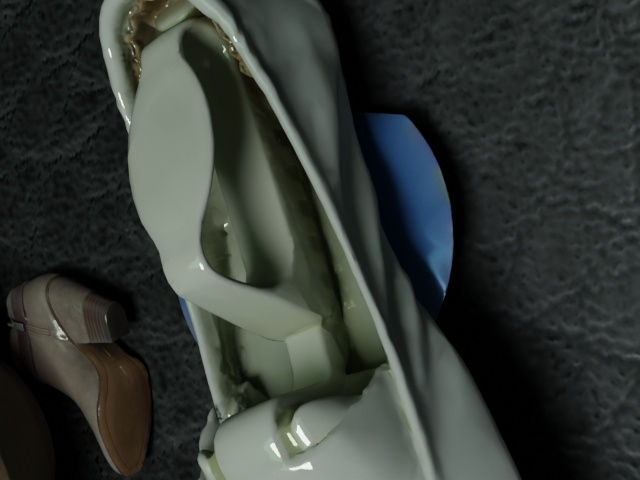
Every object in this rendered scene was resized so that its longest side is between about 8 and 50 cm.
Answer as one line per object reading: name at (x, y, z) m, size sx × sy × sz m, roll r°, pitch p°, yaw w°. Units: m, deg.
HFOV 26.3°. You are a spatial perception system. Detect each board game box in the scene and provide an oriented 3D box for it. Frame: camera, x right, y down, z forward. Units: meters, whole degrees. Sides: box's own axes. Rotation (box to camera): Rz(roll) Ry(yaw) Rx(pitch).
board game box at (0.000, 0.000, 0.708) m, size 0.168 × 0.033 × 0.133 m, roll 7°, pitch 90°, yaw 32°

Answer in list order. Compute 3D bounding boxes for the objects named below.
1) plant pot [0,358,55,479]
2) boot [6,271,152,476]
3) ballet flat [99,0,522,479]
plant pot at (-0.238, 0.137, 0.822) m, size 0.237 × 0.109 × 0.237 m, roll 14°, pitch 115°, yaw 33°
boot at (-0.146, 0.077, 0.811) m, size 0.087 × 0.042 × 0.118 m, roll 1°, pitch 99°, yaw 37°
ballet flat at (-0.016, 0.047, 0.618) m, size 0.139 × 0.139 × 0.400 m, roll -28°, pitch 73°, yaw 32°
